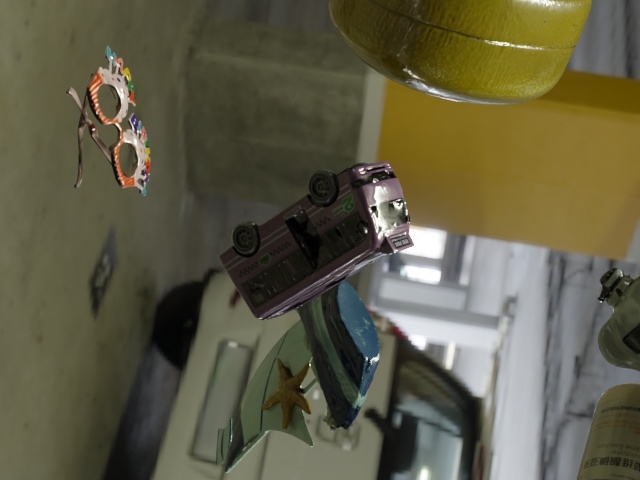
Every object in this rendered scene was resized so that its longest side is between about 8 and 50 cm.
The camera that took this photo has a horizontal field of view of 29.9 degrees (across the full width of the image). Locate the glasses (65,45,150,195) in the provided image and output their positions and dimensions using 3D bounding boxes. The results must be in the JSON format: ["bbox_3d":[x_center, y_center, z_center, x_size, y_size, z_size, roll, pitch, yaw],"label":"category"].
[{"bbox_3d":[-0.344,-0.182,1.958,0.162,0.095,0.256,-51,134,-57],"label":"glasses"}]

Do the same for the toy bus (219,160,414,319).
[{"bbox_3d":[0.000,0.000,1.120,0.087,0.178,0.098,-14,74,-57],"label":"toy bus"}]

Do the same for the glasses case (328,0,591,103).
[{"bbox_3d":[0.161,-0.227,1.260,0.371,0.173,0.141,-11,127,-54],"label":"glasses case"}]

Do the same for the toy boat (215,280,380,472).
[{"bbox_3d":[-0.037,0.178,1.419,0.291,0.067,0.221,-51,-142,32],"label":"toy boat"}]

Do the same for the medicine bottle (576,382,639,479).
[{"bbox_3d":[0.333,0.286,1.311,0.114,0.114,0.252,93,19,-55],"label":"medicine bottle"}]

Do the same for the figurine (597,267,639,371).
[{"bbox_3d":[0.376,0.095,1.263,0.147,0.192,0.126,-44,162,-36],"label":"figurine"}]
